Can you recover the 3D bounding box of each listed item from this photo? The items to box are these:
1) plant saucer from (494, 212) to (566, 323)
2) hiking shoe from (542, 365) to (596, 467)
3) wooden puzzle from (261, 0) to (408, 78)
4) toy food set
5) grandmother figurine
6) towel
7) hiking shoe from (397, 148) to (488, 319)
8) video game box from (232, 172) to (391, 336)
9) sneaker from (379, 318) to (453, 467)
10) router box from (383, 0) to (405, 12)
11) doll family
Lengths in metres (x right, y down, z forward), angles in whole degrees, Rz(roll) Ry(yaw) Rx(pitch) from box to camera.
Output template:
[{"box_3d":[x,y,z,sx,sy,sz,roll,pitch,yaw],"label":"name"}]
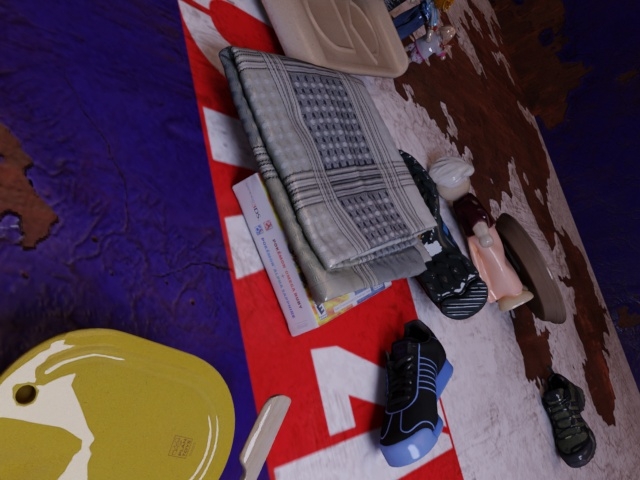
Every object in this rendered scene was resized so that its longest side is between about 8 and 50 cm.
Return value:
[{"box_3d":[0.464,0.068,1.214,0.278,0.041,0.278,63,7,-13],"label":"plant saucer"},{"box_3d":[0.532,0.387,1.179,0.114,0.086,0.227,41,32,-12],"label":"hiking shoe"},{"box_3d":[-0.007,-0.419,0.910,0.347,0.080,0.322,-24,90,-53],"label":"wooden puzzle"},{"box_3d":[-0.137,0.137,0.386,0.218,0.071,0.128,33,69,-38],"label":"toy food set"},{"box_3d":[0.331,-0.022,1.127,0.342,0.104,0.208,62,5,-1],"label":"grandmother figurine"},{"box_3d":[0.036,-0.093,0.697,0.312,0.056,0.324,-12,78,-57],"label":"towel"},{"box_3d":[0.161,-0.006,0.888,0.132,0.113,0.304,55,11,-80],"label":"hiking shoe"},{"box_3d":[0.000,0.000,0.678,0.205,0.048,0.187,-18,83,-57],"label":"video game box"},{"box_3d":[0.113,0.188,0.698,0.090,0.081,0.232,59,26,-6],"label":"sneaker"},{"box_3d":[0.127,-0.552,1.125,0.046,0.133,0.179,30,48,-42],"label":"router box"},{"box_3d":[0.213,-0.533,1.207,0.118,0.163,0.263,-4,73,-56],"label":"doll family"}]
